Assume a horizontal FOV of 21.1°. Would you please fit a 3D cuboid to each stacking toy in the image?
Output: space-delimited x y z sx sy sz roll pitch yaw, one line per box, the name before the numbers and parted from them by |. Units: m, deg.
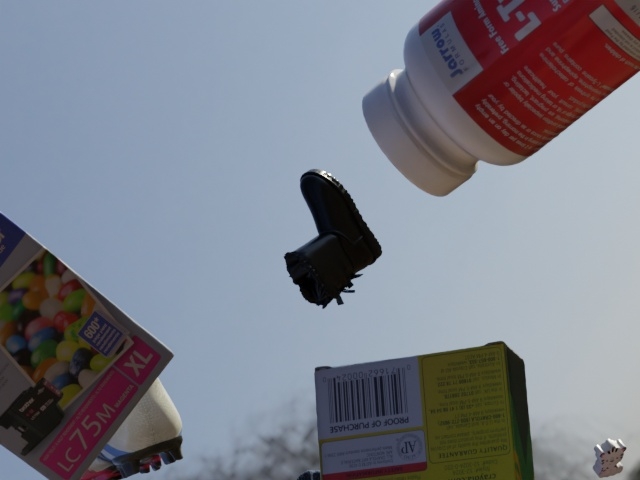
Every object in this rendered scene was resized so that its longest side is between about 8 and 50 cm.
stacking toy | 0.328 0.337 2.140 0.221 0.167 0.052 -13 -54 -19

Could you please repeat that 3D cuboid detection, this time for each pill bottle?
pill bottle | 0.255 -0.242 2.160 0.408 0.229 0.229 -39 -9 24

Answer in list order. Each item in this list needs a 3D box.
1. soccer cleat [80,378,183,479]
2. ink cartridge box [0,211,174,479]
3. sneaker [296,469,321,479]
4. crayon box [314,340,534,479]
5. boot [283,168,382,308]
soccer cleat | -0.242 0.214 2.057 0.116 0.143 0.331 -14 -7 -24
ink cartridge box | -0.315 0.097 1.733 0.186 0.311 0.065 -53 29 -10
sneaker | 0.023 0.312 1.919 0.118 0.107 0.279 -1 -11 -19
crayon box | 0.105 0.271 1.651 0.081 0.202 0.318 40 -136 -63
boot | -0.001 0.000 1.667 0.045 0.121 0.099 -30 8 48
